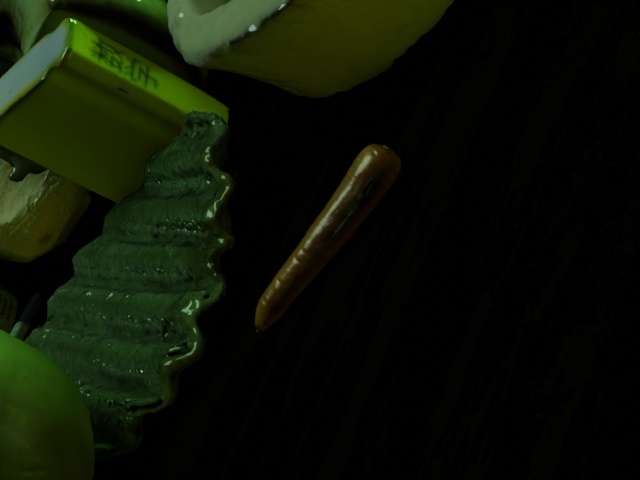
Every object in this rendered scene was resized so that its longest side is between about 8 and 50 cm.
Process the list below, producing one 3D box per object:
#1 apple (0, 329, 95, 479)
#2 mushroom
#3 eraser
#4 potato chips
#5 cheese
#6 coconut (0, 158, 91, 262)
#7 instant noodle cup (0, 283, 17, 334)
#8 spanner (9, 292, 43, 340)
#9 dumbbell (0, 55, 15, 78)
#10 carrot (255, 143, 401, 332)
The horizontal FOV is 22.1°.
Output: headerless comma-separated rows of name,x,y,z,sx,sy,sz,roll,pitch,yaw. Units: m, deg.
apple,-0.328,0.202,1.427,0.279,0.279,0.279,-43,26,27
mushroom,-0.247,-0.203,1.797,0.292,0.217,0.212,-59,37,38
eraser,-0.221,-0.124,1.694,0.158,0.226,0.069,-34,44,35
potato chips,-0.193,0.051,1.589,0.429,0.070,0.358,-6,59,64
cheese,-0.004,-0.294,1.498,0.332,0.153,0.292,-33,52,44
coconut,-0.367,-0.062,1.953,0.194,0.194,0.194,-43,26,27
instant noodle cup,-0.502,0.095,1.968,0.264,0.200,0.264,-42,26,27
spanner,-0.342,0.129,1.755,0.316,0.024,0.087,-80,12,-72
dumbbell,-0.440,-0.157,2.208,0.192,0.192,0.290,-55,24,1
carrot,0.000,0.000,1.338,0.190,0.037,0.037,-52,23,11
